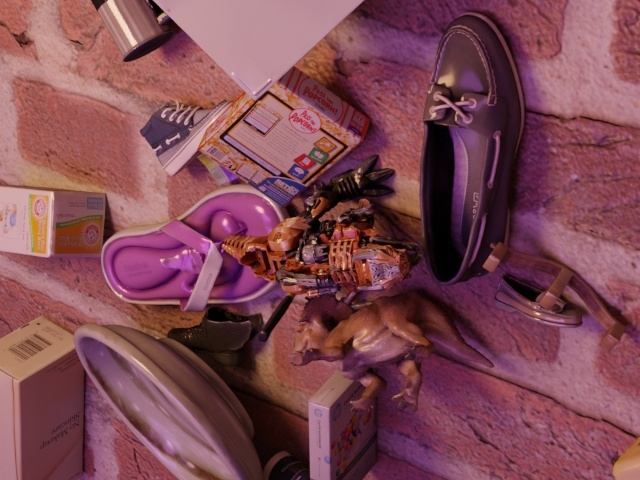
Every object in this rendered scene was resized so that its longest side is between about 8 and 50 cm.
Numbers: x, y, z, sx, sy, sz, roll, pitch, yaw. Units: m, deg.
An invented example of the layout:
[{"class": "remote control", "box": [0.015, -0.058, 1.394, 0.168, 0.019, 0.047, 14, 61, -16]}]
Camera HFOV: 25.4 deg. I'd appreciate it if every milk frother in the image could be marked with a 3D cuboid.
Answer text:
[{"class": "milk frother", "box": [-0.270, -0.324, 1.921, 0.129, 0.143, 0.135, -31, 88, 39]}]

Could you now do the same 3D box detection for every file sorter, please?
[{"class": "file sorter", "box": [-0.034, -0.342, 1.661, 0.193, 0.173, 0.277, 44, 137, -9]}]

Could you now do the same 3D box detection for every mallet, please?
[{"class": "mallet", "box": [-0.043, 0.082, 1.918, 0.039, 0.190, 0.062, 28, 136, 7]}]

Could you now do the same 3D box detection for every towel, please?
[{"class": "towel", "box": [-0.127, -0.110, 1.986, 0.083, 0.009, 0.060, -18, 120, 32]}]

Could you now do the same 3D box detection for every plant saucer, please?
[{"class": "plant saucer", "box": [-0.208, 0.257, 2.166, 0.400, 0.100, 0.400, 39, 157, 20]}]

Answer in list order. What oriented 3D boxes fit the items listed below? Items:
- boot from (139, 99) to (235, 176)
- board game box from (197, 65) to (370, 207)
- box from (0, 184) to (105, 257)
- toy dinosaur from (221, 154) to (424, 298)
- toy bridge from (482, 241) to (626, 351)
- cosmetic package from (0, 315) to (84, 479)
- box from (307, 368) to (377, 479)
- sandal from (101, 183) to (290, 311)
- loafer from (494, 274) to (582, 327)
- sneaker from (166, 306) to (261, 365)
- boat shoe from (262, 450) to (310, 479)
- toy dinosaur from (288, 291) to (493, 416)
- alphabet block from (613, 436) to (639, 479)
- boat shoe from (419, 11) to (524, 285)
[{"class": "boot", "box": [-0.188, -0.165, 1.989, 0.086, 0.069, 0.190, 51, 137, -1]}, {"class": "board game box", "box": [-0.050, -0.137, 1.856, 0.147, 0.045, 0.193, 34, 139, -17]}, {"class": "box", "box": [-0.448, -0.032, 2.243, 0.203, 0.114, 0.103, 6, 94, 40]}, {"class": "toy dinosaur", "box": [0.000, 0.000, 1.808, 0.322, 0.218, 0.164, 25, 128, 31]}, {"class": "toy bridge", "box": [0.282, 0.057, 1.698, 0.188, 0.063, 0.026, 35, 133, 7]}, {"class": "cosmetic package", "box": [-0.502, 0.305, 2.464, 0.113, 0.160, 0.309, 26, 129, 28]}, {"class": "box", "box": [0.032, 0.268, 1.980, 0.038, 0.145, 0.186, 12, 120, 26]}, {"class": "sandal", "box": [-0.195, 0.036, 2.083, 0.416, 0.102, 0.169, -18, 100, 45]}, {"class": "loafer", "box": [0.266, 0.075, 1.741, 0.125, 0.045, 0.039, 17, 111, 41]}, {"class": "sneaker", "box": [-0.164, 0.134, 2.152, 0.170, 0.051, 0.089, 16, 120, 32]}, {"class": "boat shoe", "box": [-0.046, 0.440, 2.190, 0.079, 0.084, 0.233, 21, 122, 32]}, {"class": "toy dinosaur", "box": [0.077, 0.117, 1.881, 0.295, 0.200, 0.127, -8, 126, 17]}, {"class": "alphabet block", "box": [0.476, 0.261, 1.552, 0.197, 0.193, 0.192, -28, 92, 46]}, {"class": "boat shoe", "box": [0.172, -0.099, 1.689, 0.112, 0.095, 0.335, 16, 123, 35]}]
